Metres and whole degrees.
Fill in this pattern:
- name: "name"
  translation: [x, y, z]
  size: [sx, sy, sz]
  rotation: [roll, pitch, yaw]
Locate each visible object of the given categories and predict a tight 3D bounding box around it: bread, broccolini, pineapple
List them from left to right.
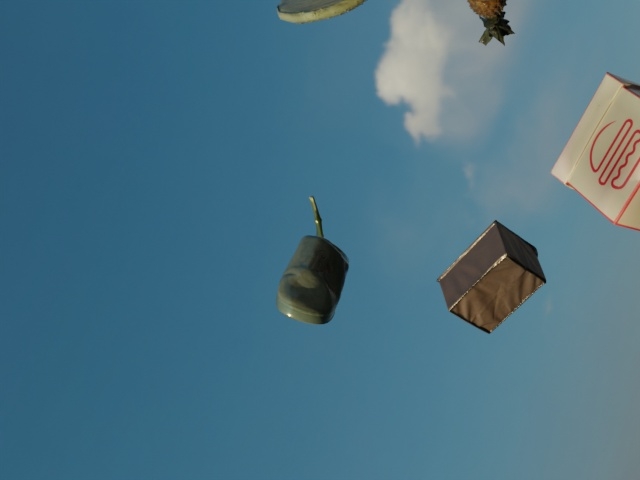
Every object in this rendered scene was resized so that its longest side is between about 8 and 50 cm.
- name: "broccolini"
  translation: [-0.001, 0.000, 1.959]
  size: [0.044, 0.042, 0.218]
  rotation: [-21, -85, -51]
- name: "bread"
  translation: [0.020, -0.570, 1.889]
  size: [0.267, 0.267, 0.040]
  rotation: [-48, -50, -37]
- name: "pineapple"
  translation: [0.489, -0.664, 2.327]
  size: [0.119, 0.130, 0.277]
  rotation: [-42, -22, 6]

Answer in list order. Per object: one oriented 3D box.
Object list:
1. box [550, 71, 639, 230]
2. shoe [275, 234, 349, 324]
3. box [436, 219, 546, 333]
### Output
- name: "box"
  translation: [0.856, -0.209, 2.096]
  size: [0.314, 0.300, 0.312]
  rotation: [12, -63, -26]
- name: "shoe"
  translation: [-0.003, 0.045, 1.336]
  size: [0.251, 0.103, 0.100]
  rotation: [-70, 2, -63]
- name: "box"
  translation: [0.478, 0.109, 2.251]
  size: [0.188, 0.153, 0.252]
  rotation: [30, -62, -27]
